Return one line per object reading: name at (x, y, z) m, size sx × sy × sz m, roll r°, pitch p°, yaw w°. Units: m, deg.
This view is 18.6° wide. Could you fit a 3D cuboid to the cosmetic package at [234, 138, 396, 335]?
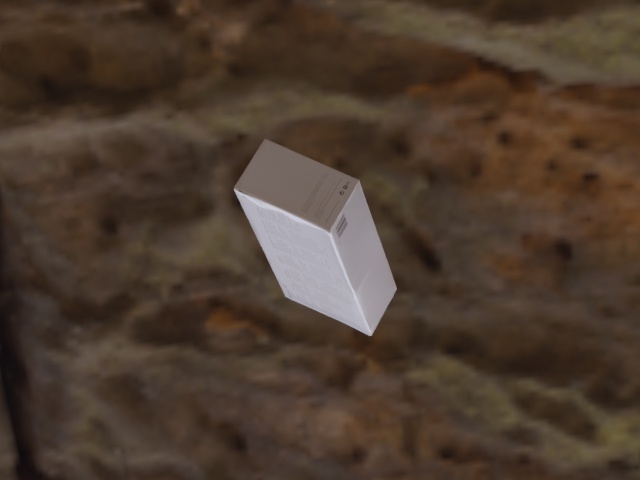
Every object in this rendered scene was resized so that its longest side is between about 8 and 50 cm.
cosmetic package at (0.000, 0.000, 1.758) m, size 0.099 × 0.239 × 0.060 m, roll 23°, pitch -108°, yaw 19°
